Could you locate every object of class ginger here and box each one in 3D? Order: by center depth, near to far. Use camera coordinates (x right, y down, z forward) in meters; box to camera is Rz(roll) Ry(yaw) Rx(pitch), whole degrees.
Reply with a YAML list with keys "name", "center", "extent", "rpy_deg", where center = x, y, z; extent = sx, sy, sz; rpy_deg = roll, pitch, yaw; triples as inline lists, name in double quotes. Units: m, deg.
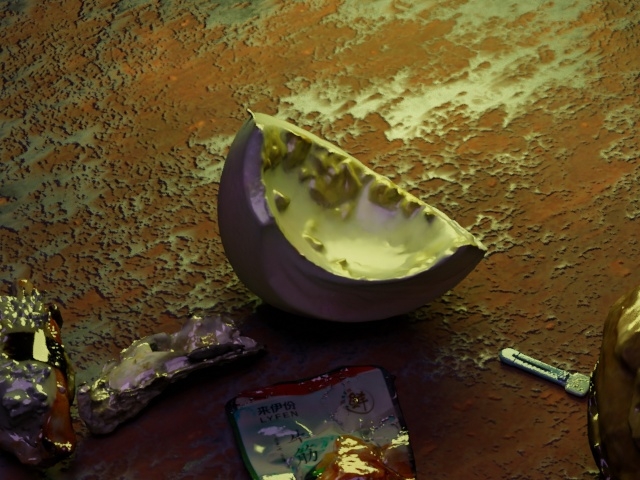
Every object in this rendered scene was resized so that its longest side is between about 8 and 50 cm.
- name: "ginger"
  center: [0.315, 0.141, 1.778]
  extent: [0.165, 0.172, 0.321]
  rpy_deg: [-23, 33, 38]

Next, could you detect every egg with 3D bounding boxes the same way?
- name: "egg"
  center: [0.002, -0.002, 1.936]
  extent: [0.271, 0.162, 0.206]
  rpy_deg: [29, 8, -15]

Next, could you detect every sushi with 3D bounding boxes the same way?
- name: "sushi"
  center: [-0.287, 0.118, 1.859]
  extent: [0.097, 0.103, 0.226]
  rpy_deg: [-20, 42, 4]

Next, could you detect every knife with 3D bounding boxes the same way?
- name: "knife"
  center: [0.215, 0.124, 1.902]
  extent: [0.096, 0.010, 0.027]
  rpy_deg: [21, 48, 22]

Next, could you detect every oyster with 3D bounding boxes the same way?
- name: "oyster"
  center: [-0.145, 0.122, 1.896]
  extent: [0.200, 0.061, 0.106]
  rpy_deg: [-13, 27, -16]

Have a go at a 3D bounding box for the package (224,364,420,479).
- name: "package"
  center: [0.012, 0.202, 1.806]
  extent: [0.166, 0.040, 0.232]
  rpy_deg: [-10, 43, -8]
